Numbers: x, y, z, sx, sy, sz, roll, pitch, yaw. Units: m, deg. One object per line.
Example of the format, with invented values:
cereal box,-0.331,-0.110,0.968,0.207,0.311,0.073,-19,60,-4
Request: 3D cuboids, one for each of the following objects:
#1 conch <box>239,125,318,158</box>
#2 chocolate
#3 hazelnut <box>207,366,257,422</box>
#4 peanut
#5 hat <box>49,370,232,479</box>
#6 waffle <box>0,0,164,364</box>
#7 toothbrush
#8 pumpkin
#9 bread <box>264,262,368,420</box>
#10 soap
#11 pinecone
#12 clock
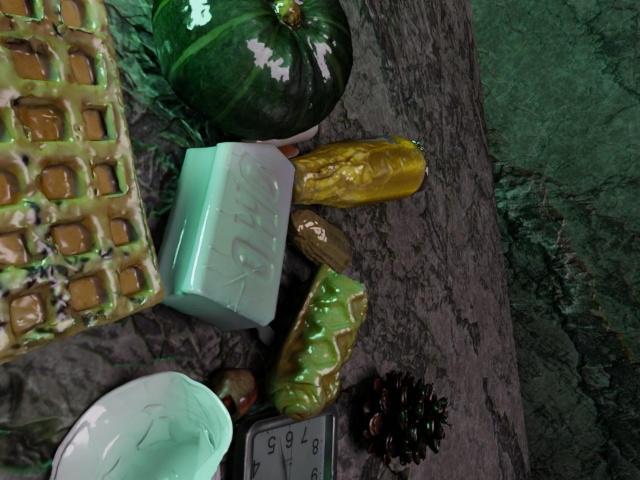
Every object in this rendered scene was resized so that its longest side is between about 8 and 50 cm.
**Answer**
conch,-0.070,-0.188,0.817,0.094,0.104,0.176,41,53,-13
chocolate,0.078,-0.141,0.967,0.445,0.162,0.162,-17,101,-53
hazelnut,-0.136,0.237,0.700,0.086,0.086,0.087,7,81,-55
peanut,0.000,0.000,0.907,0.194,0.083,0.094,45,52,-44
hat,-0.194,0.272,0.547,0.126,0.203,0.203,83,27,-46
waffle,-0.308,-0.077,0.445,0.261,0.113,0.377,-23,106,-57
toothbrush,-0.156,0.074,0.722,0.030,0.030,0.297,-57,131,-31
pumpkin,-0.094,-0.288,0.677,0.300,0.207,0.301,12,68,-33
bread,-0.012,0.182,0.814,0.130,0.152,0.268,40,56,-22
soap,-0.128,-0.024,0.675,0.173,0.095,0.290,42,46,-48
pinecone,0.201,0.409,1.064,0.221,0.221,0.222,7,81,-55
clock,-0.060,0.437,0.812,0.273,0.049,0.279,16,74,-54
